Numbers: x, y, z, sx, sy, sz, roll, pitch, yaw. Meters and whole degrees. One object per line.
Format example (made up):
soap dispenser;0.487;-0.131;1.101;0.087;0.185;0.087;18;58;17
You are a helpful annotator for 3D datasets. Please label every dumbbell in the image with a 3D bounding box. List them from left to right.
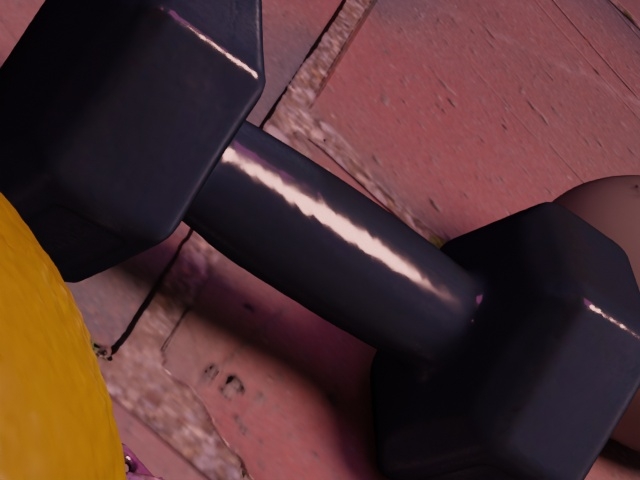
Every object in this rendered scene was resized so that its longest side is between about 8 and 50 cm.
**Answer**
dumbbell;0.000;0.000;0.862;0.325;0.160;0.144;34;-2;-26

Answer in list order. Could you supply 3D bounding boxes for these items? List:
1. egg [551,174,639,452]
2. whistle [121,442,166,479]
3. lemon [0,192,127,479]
egg;0.198;0.048;1.076;0.199;0.146;0.146;47;25;-18
whistle;-0.032;0.149;0.731;0.176;0.033;0.033;47;26;3
lemon;-0.157;0.070;0.449;0.240;0.240;0.219;55;7;17
